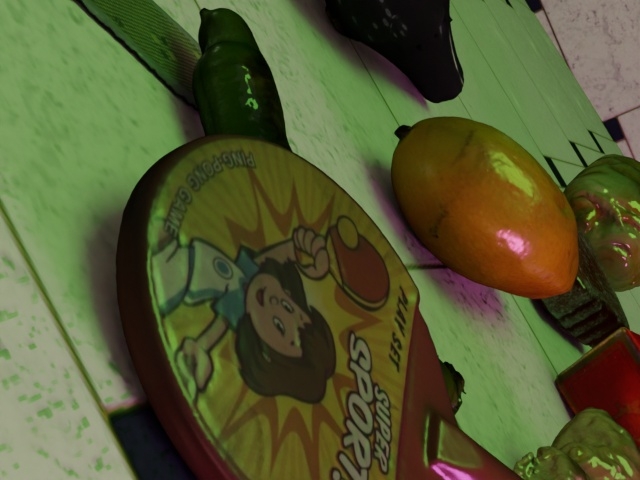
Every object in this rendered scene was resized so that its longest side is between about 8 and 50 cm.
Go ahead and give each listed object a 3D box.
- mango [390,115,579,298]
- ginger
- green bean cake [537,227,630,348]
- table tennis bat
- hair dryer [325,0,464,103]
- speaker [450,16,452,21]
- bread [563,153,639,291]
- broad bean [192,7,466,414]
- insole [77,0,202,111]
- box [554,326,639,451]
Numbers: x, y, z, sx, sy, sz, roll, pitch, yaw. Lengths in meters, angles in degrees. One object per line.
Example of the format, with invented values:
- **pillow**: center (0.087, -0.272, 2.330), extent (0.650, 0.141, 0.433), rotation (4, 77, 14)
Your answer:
- **mango**: center (0.142, -0.015, 0.998), extent (0.227, 0.109, 0.147), rotation (38, 2, -43)
- **ginger**: center (0.218, 0.213, 0.862), extent (0.334, 0.081, 0.148), rotation (45, 27, -31)
- **green bean cake**: center (0.247, 0.034, 1.253), extent (0.136, 0.056, 0.135), rotation (36, 27, -47)
- **table tennis bat**: center (0.017, 0.074, 0.605), extent (0.310, 0.038, 0.200), rotation (41, 40, -31)
- **hair dryer**: center (0.016, -0.302, 1.191), extent (0.359, 0.120, 0.304), rotation (56, 8, 24)
- **speaker**: center (0.067, -0.320, 1.383), extent (0.218, 0.044, 0.082), rotation (56, 19, -5)
- **bread**: center (0.351, -0.021, 1.491), extent (0.152, 0.130, 0.268), rotation (63, 20, 1)
- **broad bean**: center (0.000, 0.000, 0.716), extent (0.292, 0.049, 0.144), rotation (56, 17, -11)
- **insole**: center (-0.149, -0.165, 0.669), extent (0.322, 0.007, 0.109), rotation (41, 26, -38)
- **box**: center (0.362, 0.208, 1.143), extent (0.313, 0.089, 0.197), rotation (24, 31, -50)
